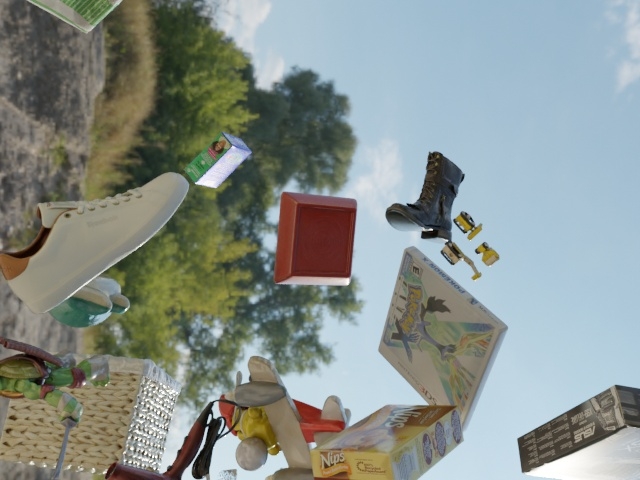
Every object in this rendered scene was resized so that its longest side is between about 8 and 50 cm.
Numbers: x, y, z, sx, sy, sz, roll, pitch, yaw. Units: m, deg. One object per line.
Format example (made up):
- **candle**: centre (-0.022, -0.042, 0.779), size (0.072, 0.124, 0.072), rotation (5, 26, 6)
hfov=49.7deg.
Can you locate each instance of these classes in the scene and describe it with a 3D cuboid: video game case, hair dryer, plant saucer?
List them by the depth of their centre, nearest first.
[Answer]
- **hair dryer**: centre (-0.281, 0.447, 1.366), size (0.080, 0.293, 0.224), rotation (-26, -108, 50)
- **video game case**: centre (0.259, 0.225, 1.560), size (0.300, 0.036, 0.329), rotation (44, -43, 38)
- **plant saucer**: centre (0.000, 0.000, 1.966), size (0.047, 0.258, 0.259), rotation (8, -87, 58)

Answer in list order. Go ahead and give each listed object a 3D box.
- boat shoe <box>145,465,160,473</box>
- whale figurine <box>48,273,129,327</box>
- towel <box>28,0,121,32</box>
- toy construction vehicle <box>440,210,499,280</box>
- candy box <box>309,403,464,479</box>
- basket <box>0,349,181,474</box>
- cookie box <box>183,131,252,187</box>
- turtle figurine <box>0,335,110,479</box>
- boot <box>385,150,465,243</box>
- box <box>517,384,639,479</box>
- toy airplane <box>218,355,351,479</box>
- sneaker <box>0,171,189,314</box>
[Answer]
- **boat shoe**: centre (-0.331, 0.651, 1.591), size (0.285, 0.092, 0.103), rotation (53, -21, -4)
- **whale figurine**: centre (-0.554, 0.142, 1.597), size (0.272, 0.216, 0.141), rotation (16, -97, 65)
- **towel**: centre (-0.443, -0.508, 1.233), size (0.324, 0.247, 0.038), rotation (-20, -123, 42)
- **toy construction vehicle**: centre (0.248, 0.009, 1.143), size (0.098, 0.035, 0.086), rotation (48, -51, 13)
- **candy box**: centre (0.144, 0.417, 1.407), size (0.182, 0.316, 0.088), rotation (-8, -90, 35)
- **basket**: centre (-0.561, 0.438, 1.724), size (0.331, 0.328, 0.267), rotation (80, 15, -67)
- **cookie box**: centre (-0.199, -0.155, 1.346), size (0.107, 0.092, 0.040), rotation (-43, -103, 12)
- **turtle figurine**: centre (-0.534, 0.313, 1.306), size (0.197, 0.266, 0.275), rotation (-34, -97, 22)
- **boot**: centre (0.278, -0.127, 1.817), size (0.091, 0.262, 0.229), rotation (-1, -107, 46)
- **box**: centre (0.551, 0.367, 1.270), size (0.307, 0.242, 0.077), rotation (122, -25, -52)
- **toy airplane**: centre (-0.103, 0.509, 1.831), size (0.386, 0.272, 0.384), rotation (43, -39, 6)
- **sneaker**: centre (-0.322, -0.029, 0.987), size (0.106, 0.290, 0.123), rotation (12, -41, 59)
